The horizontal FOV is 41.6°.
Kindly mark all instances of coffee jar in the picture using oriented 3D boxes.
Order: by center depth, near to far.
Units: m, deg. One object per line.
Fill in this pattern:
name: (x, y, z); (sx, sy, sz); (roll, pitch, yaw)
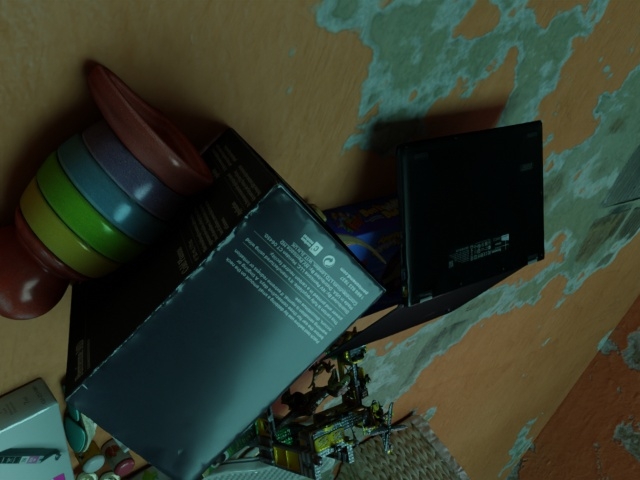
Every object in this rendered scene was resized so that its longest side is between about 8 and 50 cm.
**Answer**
coffee jar: (-0.201, 0.382, 1.612); (0.184, 0.079, 0.096); (-34, 143, -19)

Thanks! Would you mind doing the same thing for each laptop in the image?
laptop: (0.201, 0.003, 1.531); (0.381, 0.236, 0.408); (-15, 106, -40)

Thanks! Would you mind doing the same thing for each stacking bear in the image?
stacking bear: (-0.279, -0.026, 0.971); (0.289, 0.164, 0.175); (-42, 149, 6)

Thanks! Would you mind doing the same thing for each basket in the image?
basket: (0.216, 0.715, 2.273); (0.266, 0.331, 0.328); (-14, 138, -32)

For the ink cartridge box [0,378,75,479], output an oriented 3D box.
ink cartridge box: (-0.497, 0.353, 1.255); (0.238, 0.060, 0.275); (-26, 145, -29)

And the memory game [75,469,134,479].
memory game: (-0.399, 0.478, 1.470); (0.186, 0.012, 0.186); (-6, 113, -15)

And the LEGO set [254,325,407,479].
LEGO set: (0.023, 0.303, 1.589); (0.331, 0.192, 0.255); (-3, 93, -42)

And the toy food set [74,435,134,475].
toy food set: (-0.288, 0.336, 1.430); (0.232, 0.104, 0.111); (-37, 148, -12)

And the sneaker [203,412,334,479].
sneaker: (-0.137, 0.441, 1.735); (0.320, 0.128, 0.126); (-13, 138, -3)

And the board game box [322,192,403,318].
board game box: (0.104, 0.031, 1.550); (0.347, 0.078, 0.233); (-15, 138, -39)

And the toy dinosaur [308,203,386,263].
toy dinosaur: (0.000, 0.000, 1.352); (0.211, 0.112, 0.064); (-16, -163, 29)

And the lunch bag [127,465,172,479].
lunch bag: (-0.342, 0.532, 1.623); (0.176, 0.090, 0.219); (-25, 145, -33)

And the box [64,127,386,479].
box: (-0.134, 0.058, 1.023); (0.312, 0.343, 0.179); (-44, 112, 2)

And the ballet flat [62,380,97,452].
ballet flat: (-0.366, 0.269, 1.312); (0.052, 0.057, 0.168); (-32, 148, -38)
